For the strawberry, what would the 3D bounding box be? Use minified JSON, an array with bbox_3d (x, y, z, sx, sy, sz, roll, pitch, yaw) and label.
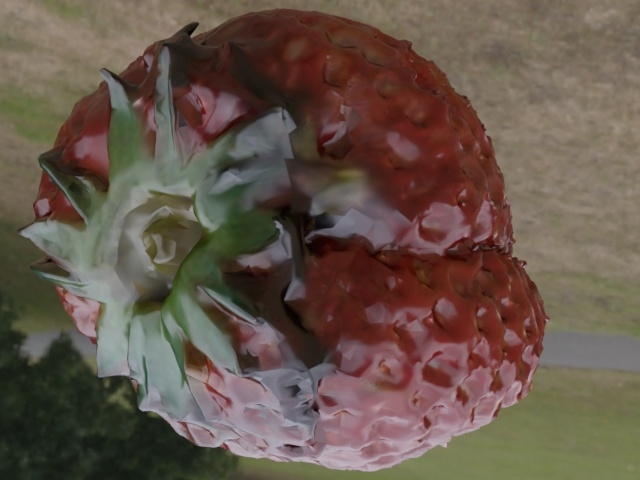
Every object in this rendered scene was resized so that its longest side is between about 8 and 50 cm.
[{"bbox_3d":[0.000,0.000,0.613,0.238,0.250,0.288,-6,-176,39],"label":"strawberry"}]
